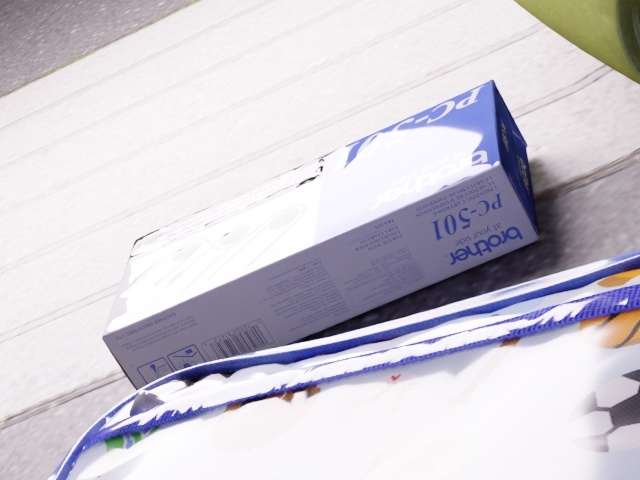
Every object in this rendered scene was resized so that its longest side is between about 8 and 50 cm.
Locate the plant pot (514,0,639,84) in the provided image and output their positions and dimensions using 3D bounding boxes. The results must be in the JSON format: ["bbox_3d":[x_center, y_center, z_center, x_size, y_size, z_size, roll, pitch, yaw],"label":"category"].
[{"bbox_3d":[0.164,-0.199,0.744,0.274,0.275,0.293,-26,39,11],"label":"plant pot"}]

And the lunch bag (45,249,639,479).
[{"bbox_3d":[0.023,0.101,0.441,0.303,0.115,0.243,-15,25,30],"label":"lunch bag"}]

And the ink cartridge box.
[{"bbox_3d":[0.000,0.000,0.760,0.207,0.046,0.097,-23,25,16],"label":"ink cartridge box"}]
